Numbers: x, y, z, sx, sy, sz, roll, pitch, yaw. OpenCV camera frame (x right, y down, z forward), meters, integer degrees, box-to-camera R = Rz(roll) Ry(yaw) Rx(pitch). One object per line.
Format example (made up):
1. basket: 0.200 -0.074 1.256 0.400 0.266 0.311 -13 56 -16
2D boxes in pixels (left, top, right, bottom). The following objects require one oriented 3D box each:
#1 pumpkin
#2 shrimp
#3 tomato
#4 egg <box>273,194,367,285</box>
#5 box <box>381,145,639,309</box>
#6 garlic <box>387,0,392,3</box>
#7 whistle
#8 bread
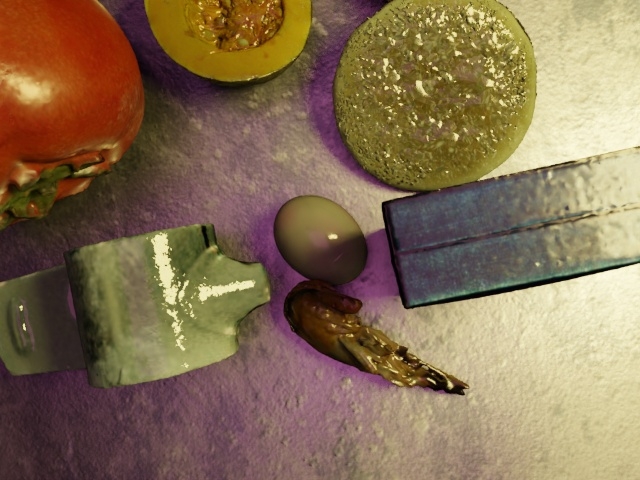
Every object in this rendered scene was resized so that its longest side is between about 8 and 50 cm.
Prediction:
1. pumpkin: -0.115 -0.293 0.839 0.217 0.110 0.218 0 76 0
2. shrimp: 0.068 0.136 0.780 0.262 0.117 0.066 22 57 8
3. tomato: -0.393 -0.172 0.749 0.341 0.341 0.273 -32 90 4
4. egg: 0.000 0.000 0.800 0.135 0.103 0.103 41 92 7
5. box: 0.207 -0.005 0.689 0.261 0.279 0.116 -14 87 6
6. garlic: 0.160 -0.390 0.781 0.228 0.110 0.217 -34 109 -5
7. whistle: -0.261 0.087 0.815 0.404 0.188 0.168 -11 90 39
8. bread: 0.145 -0.185 0.781 0.266 0.040 0.267 1 109 4
